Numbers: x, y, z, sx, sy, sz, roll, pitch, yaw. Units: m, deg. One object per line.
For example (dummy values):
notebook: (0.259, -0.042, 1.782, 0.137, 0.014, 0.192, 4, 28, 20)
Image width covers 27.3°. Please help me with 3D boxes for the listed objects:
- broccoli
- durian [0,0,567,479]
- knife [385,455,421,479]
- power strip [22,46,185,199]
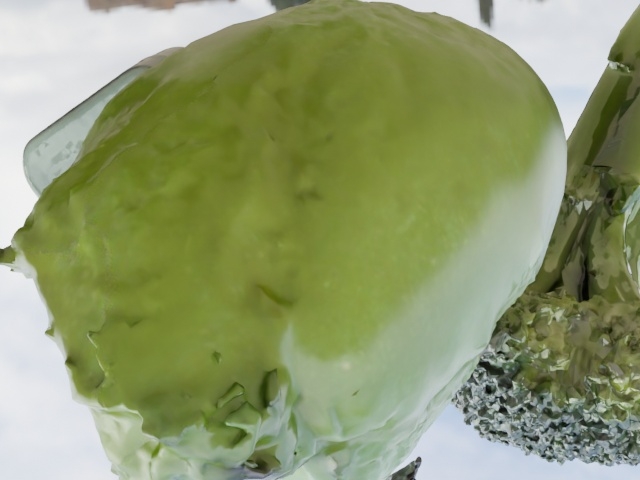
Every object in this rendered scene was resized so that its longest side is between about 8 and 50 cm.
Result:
broccoli: (0.253, 0.017, 1.142, 0.397, 0.353, 0.275, -33, 180, 2)
durian: (0.000, 0.000, 0.646, 0.204, 0.255, 0.339, 29, -118, 21)
knife: (0.003, 0.238, 1.047, 0.026, 0.296, 0.044, 25, -127, -15)
power strip: (-0.072, -0.053, 1.058, 0.261, 0.229, 0.141, -30, -170, 27)
